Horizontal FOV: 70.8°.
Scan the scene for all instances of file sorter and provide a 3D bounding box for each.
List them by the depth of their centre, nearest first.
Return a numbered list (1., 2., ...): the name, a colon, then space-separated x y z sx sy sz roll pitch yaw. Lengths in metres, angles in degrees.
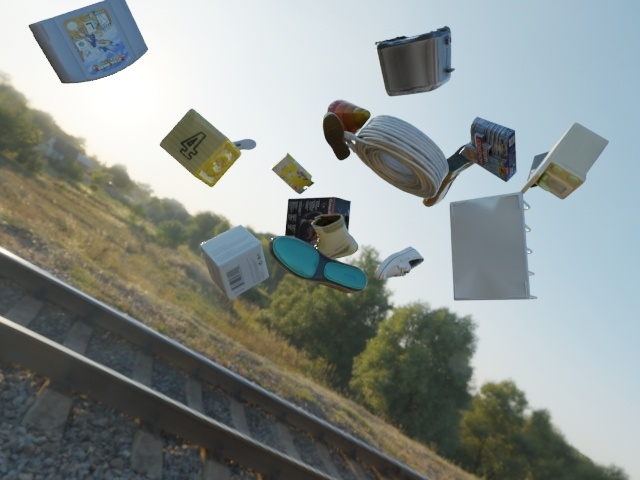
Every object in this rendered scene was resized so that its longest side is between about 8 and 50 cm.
1. file sorter: 0.489 0.030 1.260 0.193 0.277 0.173 -7 -11 35

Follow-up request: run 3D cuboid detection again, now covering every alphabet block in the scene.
1. alphabet block: -0.454 -0.350 1.728 0.197 0.193 0.192 41 1 9

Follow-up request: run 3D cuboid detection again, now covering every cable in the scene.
1. cable: 0.212 -0.217 1.186 0.257 0.089 0.257 25 -14 50

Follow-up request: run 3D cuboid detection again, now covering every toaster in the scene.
1. toaster: 0.248 -0.478 1.216 0.227 0.129 0.146 5 -60 37

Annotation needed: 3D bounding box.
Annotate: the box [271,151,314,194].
1. box: -0.117 -0.291 1.987 0.179 0.105 0.043 43 32 -20

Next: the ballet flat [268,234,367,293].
1. ballet flat: -0.017 0.083 1.318 0.316 0.107 0.106 27 -18 -14

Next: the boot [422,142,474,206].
1. boot: 0.558 -0.277 1.912 0.089 0.236 0.269 57 -17 21

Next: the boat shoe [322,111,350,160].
1. boat shoe: 0.029 -0.241 1.028 0.045 0.050 0.135 61 -3 39

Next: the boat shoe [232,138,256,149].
1. boat shoe: -0.336 -0.397 1.869 0.142 0.049 0.040 -12 19 -29

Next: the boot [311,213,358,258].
1. boot: 0.000 0.000 1.478 0.077 0.213 0.165 -93 159 -45

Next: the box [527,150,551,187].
1. box: 0.919 -0.296 1.758 0.184 0.190 0.045 -12 -58 44

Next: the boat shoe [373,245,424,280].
1. boat shoe: 0.314 0.097 1.756 0.084 0.258 0.095 38 -43 29

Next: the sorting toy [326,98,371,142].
1. sorting toy: 0.193 -0.306 1.297 0.366 0.127 0.126 16 -4 -32

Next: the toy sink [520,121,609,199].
1. toy sink: 0.788 -0.231 1.457 0.131 0.234 0.153 38 -13 14

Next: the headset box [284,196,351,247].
1. headset box: -0.004 -0.062 1.829 0.293 0.218 0.110 2 -4 41

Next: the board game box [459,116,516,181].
1. board game box: 0.557 -0.313 1.517 0.194 0.060 0.194 37 -14 40

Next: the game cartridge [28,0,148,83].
1. game cartridge: -0.685 -0.603 1.371 0.062 0.297 0.198 13 -45 47

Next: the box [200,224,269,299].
1. box: -0.175 0.043 0.927 0.087 0.102 0.101 37 -33 39
